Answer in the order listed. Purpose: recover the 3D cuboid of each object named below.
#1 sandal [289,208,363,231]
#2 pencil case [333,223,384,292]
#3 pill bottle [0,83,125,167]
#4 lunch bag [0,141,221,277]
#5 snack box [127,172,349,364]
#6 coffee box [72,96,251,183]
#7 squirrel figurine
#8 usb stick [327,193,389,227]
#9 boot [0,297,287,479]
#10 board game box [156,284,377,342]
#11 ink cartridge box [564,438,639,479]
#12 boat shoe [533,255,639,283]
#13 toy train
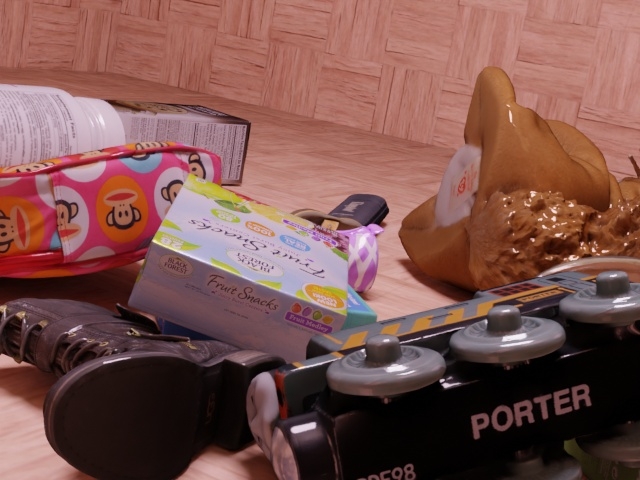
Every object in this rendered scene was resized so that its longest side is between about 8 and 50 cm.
[{"bbox_3d":[0.000,0.000,1.447,0.180,0.072,0.049,4,34,-43],"label":"sandal"},{"bbox_3d":[-0.031,0.015,1.272,0.206,0.088,0.086,5,15,-27],"label":"pencil case"},{"bbox_3d":[-0.416,-0.132,1.472,0.160,0.160,0.283,19,14,36],"label":"pill bottle"},{"bbox_3d":[-0.273,-0.035,1.137,0.258,0.120,0.293,1,9,44],"label":"lunch bag"},{"bbox_3d":[-0.064,0.025,0.979,0.175,0.070,0.207,21,20,-6],"label":"snack box"},{"bbox_3d":[-0.289,-0.171,1.853,0.297,0.118,0.168,-2,16,-43],"label":"coffee box"},{"bbox_3d":[0.350,-0.001,1.379,0.371,0.281,0.397,17,21,-17],"label":"squirrel figurine"},{"bbox_3d":[0.053,-0.034,1.665,0.077,0.045,0.278,13,13,9],"label":"usb stick"},{"bbox_3d":[-0.174,0.096,0.809,0.229,0.091,0.263,15,4,29],"label":"boot"},{"bbox_3d":[-0.065,0.063,1.113,0.210,0.047,0.160,7,12,-17],"label":"board game box"},{"bbox_3d":[0.274,0.175,0.828,0.109,0.062,0.209,7,12,-13],"label":"ink cartridge box"},{"bbox_3d":[0.374,0.098,1.140,0.324,0.122,0.120,7,22,-8],"label":"boat shoe"},{"bbox_3d":[0.111,0.105,0.772,0.334,0.142,0.190,-13,9,-18],"label":"toy train"}]
